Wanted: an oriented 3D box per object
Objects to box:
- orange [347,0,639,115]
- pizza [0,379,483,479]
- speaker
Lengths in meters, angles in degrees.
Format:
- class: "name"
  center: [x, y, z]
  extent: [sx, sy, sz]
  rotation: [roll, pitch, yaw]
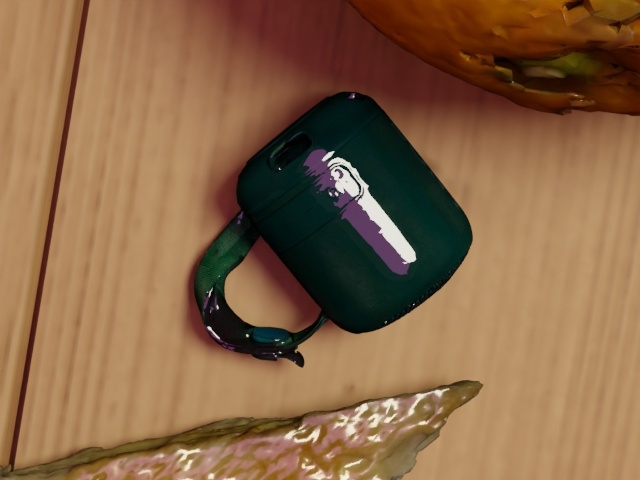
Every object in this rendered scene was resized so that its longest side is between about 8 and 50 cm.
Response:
- class: "orange"
  center: [0.096, -0.154, 0.500]
  extent: [0.246, 0.246, 0.246]
  rotation: [0, 92, -5]
- class: "pizza"
  center: [-0.044, 0.134, 0.602]
  extent: [0.262, 0.034, 0.181]
  rotation: [-35, 95, -2]
- class: "speaker"
  center: [0.000, -0.001, 0.597]
  extent: [0.094, 0.060, 0.075]
  rotation: [-35, 96, 33]
